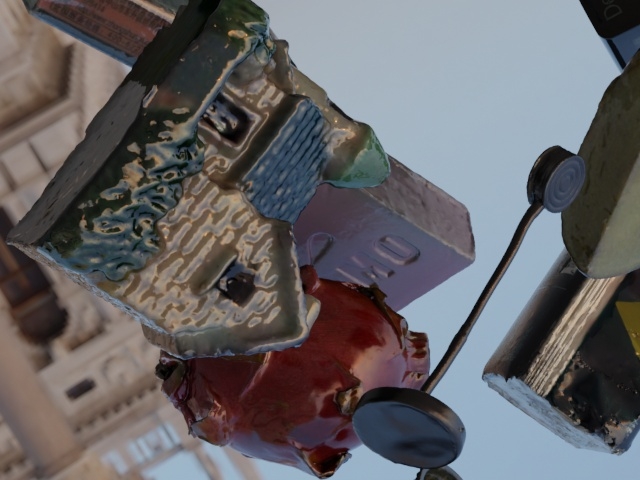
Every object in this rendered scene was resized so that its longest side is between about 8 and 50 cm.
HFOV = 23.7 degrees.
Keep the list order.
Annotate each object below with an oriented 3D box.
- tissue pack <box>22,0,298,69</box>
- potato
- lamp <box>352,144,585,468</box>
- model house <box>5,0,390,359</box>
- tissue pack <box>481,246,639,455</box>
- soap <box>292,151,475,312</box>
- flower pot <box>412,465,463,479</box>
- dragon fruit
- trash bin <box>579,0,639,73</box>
[{"bbox_3d":[-0.189,-0.258,1.694,0.103,0.316,0.228,-53,-146,17],"label":"tissue pack"},{"bbox_3d":[0.352,-0.083,1.715,0.255,0.269,0.112,-52,-133,11],"label":"potato"},{"bbox_3d":[0.182,0.070,1.510,0.108,0.130,0.371,24,-121,39],"label":"lamp"},{"bbox_3d":[-0.086,-0.039,1.401,0.298,0.284,0.243,-55,-160,-10],"label":"model house"},{"bbox_3d":[0.481,0.129,2.525,0.416,0.253,0.264,-53,-179,-9],"label":"tissue pack"},{"bbox_3d":[0.000,0.000,1.962,0.296,0.285,0.107,-37,-141,32],"label":"soap"},{"bbox_3d":[0.102,0.317,1.554,0.107,0.157,0.157,-30,-166,23],"label":"flower pot"},{"bbox_3d":[-0.025,0.156,1.802,0.250,0.315,0.250,-56,-160,32],"label":"dragon fruit"},{"bbox_3d":[0.394,-0.300,1.948,0.115,0.165,0.225,-27,157,10],"label":"trash bin"}]
